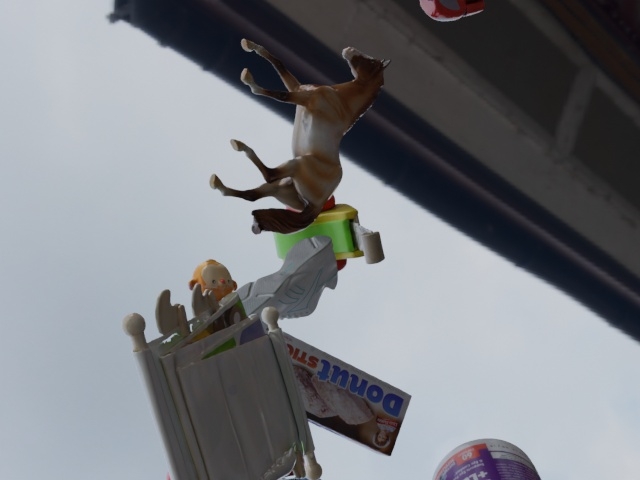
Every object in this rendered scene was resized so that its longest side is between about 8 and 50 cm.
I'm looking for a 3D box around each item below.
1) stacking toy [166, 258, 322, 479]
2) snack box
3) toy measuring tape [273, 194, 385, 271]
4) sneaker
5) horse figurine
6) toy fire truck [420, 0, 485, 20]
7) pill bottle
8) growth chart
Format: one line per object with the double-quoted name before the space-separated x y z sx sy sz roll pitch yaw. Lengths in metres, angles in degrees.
"stacking toy" -0.111 0.169 1.288 0.175 0.166 0.302 2 -103 -37
"snack box" 0.002 0.140 1.023 0.178 0.022 0.064 29 -109 -23
"toy measuring tape" 0.000 0.000 1.432 0.121 0.330 0.121 -1 -82 -7
"sneaker" -0.035 0.057 1.075 0.152 0.053 0.061 -37 -59 -30
"horse figurine" -0.025 -0.113 1.238 0.174 0.066 0.263 19 -110 -26
"toy fire truck" 0.093 -0.315 1.137 0.135 0.047 0.192 -18 -69 -13
"pill bottle" 0.167 0.270 0.986 0.108 0.193 0.108 -2 -71 -5
"growth chart" -0.064 0.115 0.810 0.237 0.021 0.172 0 -105 -68
